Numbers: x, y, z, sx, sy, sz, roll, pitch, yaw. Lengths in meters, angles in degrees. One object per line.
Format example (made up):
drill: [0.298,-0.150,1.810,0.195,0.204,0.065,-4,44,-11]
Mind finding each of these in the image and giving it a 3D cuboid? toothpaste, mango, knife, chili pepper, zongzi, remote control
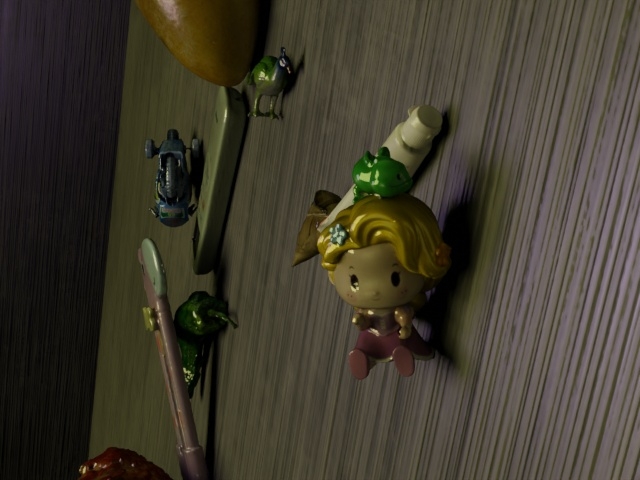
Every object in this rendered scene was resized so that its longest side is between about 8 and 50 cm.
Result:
toothpaste: [0.049,-0.045,0.782,0.031,0.048,0.190,-65,5,-35]
mango: [-0.176,-0.392,1.328,0.221,0.199,0.384,-31,69,60]
knife: [-0.223,0.193,1.437,0.132,0.038,0.399,174,83,-71]
chili pepper: [-0.186,0.139,1.453,0.279,0.065,0.122,117,138,-56]
zongzi: [0.000,0.000,0.892,0.083,0.040,0.076,-58,21,8]
remote control: [-0.155,-0.084,1.439,0.090,0.038,0.309,-107,27,-49]

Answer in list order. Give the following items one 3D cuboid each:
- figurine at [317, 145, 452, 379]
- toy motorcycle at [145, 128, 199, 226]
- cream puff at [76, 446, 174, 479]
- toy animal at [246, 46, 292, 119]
figurine: [0.047,0.007,0.700,0.115,0.095,0.156,-74,-25,-72]
toy motorcycle: [-0.255,-0.107,1.684,0.254,0.092,0.135,-106,15,-67]
cream puff: [-0.271,0.473,1.372,0.350,0.228,0.350,2,-90,-83]
toy animal: [-0.070,-0.184,1.188,0.217,0.041,0.075,-173,89,-76]
